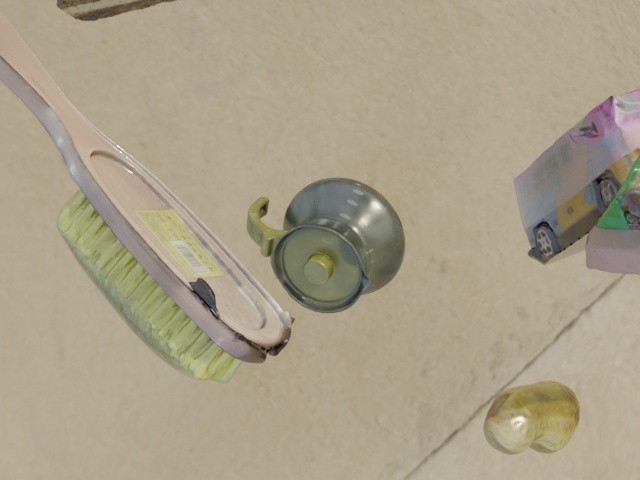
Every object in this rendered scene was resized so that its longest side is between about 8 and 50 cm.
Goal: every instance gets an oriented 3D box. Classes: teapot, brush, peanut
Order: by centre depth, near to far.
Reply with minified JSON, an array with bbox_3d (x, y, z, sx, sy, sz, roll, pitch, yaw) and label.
[{"bbox_3d":[-0.142,-0.037,0.547,0.067,0.072,0.313,-46,77,16],"label":"brush"},{"bbox_3d":[0.000,0.000,0.963,0.166,0.119,0.130,18,121,14],"label":"teapot"},{"bbox_3d":[0.349,0.297,1.584,0.110,0.236,0.120,6,98,39],"label":"peanut"}]

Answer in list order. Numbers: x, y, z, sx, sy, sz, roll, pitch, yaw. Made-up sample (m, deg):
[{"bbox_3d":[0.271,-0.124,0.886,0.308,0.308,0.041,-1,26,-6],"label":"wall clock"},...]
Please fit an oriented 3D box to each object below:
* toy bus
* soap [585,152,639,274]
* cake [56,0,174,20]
[{"bbox_3d":[0.437,-0.103,1.497,0.171,0.386,0.162,-19,77,-16],"label":"toy bus"},{"bbox_3d":[0.308,-0.088,0.597,0.218,0.098,0.273,8,54,45],"label":"soap"},{"bbox_3d":[-0.162,-0.321,0.989,0.246,0.112,0.135,-12,86,1],"label":"cake"}]
